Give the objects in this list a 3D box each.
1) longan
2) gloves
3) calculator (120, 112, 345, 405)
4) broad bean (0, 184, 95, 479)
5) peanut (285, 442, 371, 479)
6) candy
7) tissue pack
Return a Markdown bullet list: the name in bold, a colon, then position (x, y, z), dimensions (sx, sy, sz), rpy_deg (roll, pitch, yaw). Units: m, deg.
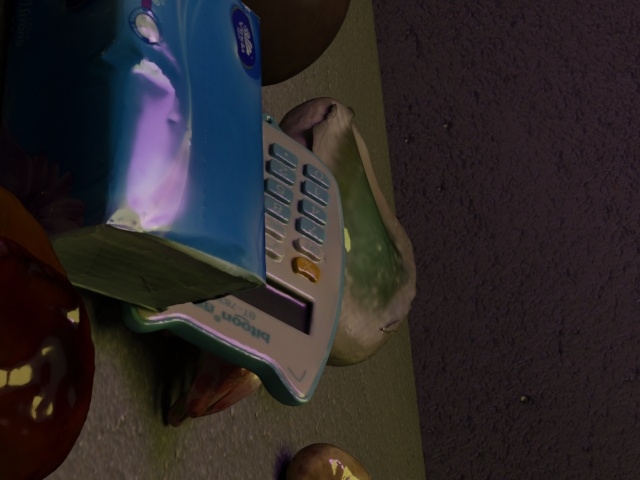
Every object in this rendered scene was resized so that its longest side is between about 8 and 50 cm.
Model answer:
- **longan**: position (-0.083, -0.283, 0.965), dimensions (0.258, 0.258, 0.257), rpy_deg (-7, 90, -77)
- **gloves**: position (-0.099, 0.105, 1.001), dimensions (0.241, 0.126, 0.145), rpy_deg (-88, 169, -58)
- **calculator**: position (-0.083, -0.013, 0.976), dimensions (0.256, 0.054, 0.386), rpy_deg (30, 43, -21)
- **broad bean**: position (-0.215, 0.049, 0.519), dimensions (0.156, 0.122, 0.228), rpy_deg (-62, 141, -43)
- **peanut**: position (0.028, 0.392, 1.361), dimensions (0.122, 0.137, 0.253), rpy_deg (-47, 147, -13)
- **candy**: position (0.000, 0.000, 1.317), dimensions (0.427, 0.186, 0.386), rpy_deg (-54, 127, -68)
- **tissue pack**: position (-0.148, -0.096, 0.750), dimensions (0.198, 0.146, 0.263), rpy_deg (27, 54, -55)
